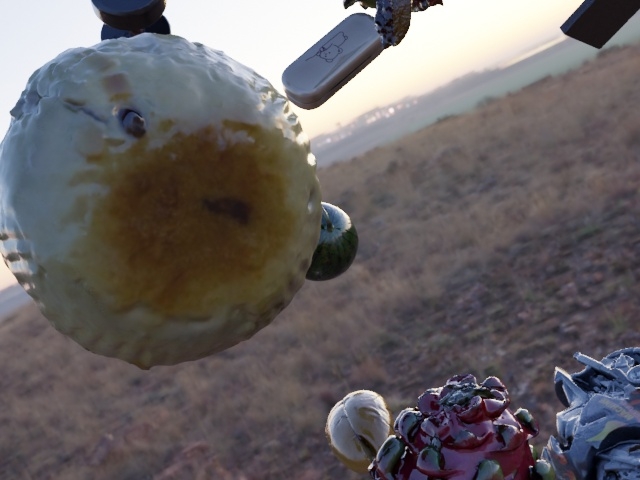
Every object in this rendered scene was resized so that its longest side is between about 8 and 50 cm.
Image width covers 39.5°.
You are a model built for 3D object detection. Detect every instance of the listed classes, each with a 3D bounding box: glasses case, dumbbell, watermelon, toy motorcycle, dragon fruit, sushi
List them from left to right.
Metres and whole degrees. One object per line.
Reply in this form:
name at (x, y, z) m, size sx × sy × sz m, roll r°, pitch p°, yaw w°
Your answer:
dumbbell at (-0.387, -0.461, 1.840) m, size 0.153 × 0.152 × 0.218 m, roll -27°, pitch -17°, yaw -15°
watermelon at (0.000, 0.000, 2.073) m, size 0.188 × 0.188 × 0.215 m, roll -29°, pitch -7°, yaw -28°
glasses case at (0.023, -0.294, 1.456) m, size 0.196 × 0.083 × 0.050 m, roll -44°, pitch -29°, yaw -14°
sushi at (0.092, -0.299, 1.172) m, size 0.047 × 0.099 × 0.050 m, roll -2°, pitch -2°, yaw -26°
dragon fruit at (0.140, 0.286, 1.054) m, size 0.273 × 0.198 × 0.218 m, roll -37°, pitch 6°, yaw 9°
toy motorcycle at (0.381, 0.248, 1.196) m, size 0.173 × 0.108 × 0.307 m, roll -19°, pitch 21°, yaw 22°

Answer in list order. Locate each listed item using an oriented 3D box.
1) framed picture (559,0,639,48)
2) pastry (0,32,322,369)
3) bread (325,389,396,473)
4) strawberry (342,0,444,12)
framed picture at (0.580, -0.467, 1.789) m, size 0.128 × 0.023 × 0.168 m, roll 8°, pitch -44°, yaw -38°
pastry at (-0.192, -0.049, 1.045) m, size 0.389 × 0.388 × 0.313 m, roll -28°, pitch 12°, yaw -18°
bread at (0.061, 0.295, 1.415) m, size 0.114 × 0.077 × 0.189 m, roll -27°, pitch 17°, yaw -1°
strawberry at (0.162, -0.512, 1.463) m, size 0.138 × 0.306 × 0.233 m, roll 14°, pitch 2°, yaw -39°
